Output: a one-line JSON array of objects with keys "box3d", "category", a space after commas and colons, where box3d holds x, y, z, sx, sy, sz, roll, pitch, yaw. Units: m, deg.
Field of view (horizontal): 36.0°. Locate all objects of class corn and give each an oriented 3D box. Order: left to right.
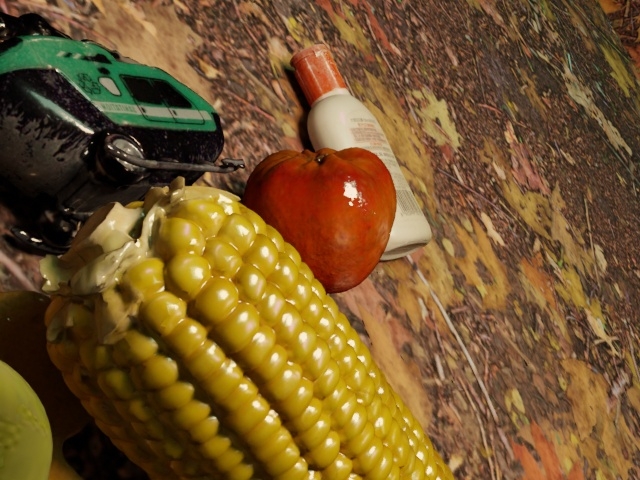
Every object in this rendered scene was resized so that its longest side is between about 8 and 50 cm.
[{"box3d": [-0.010, 0.122, 0.568, 0.387, 0.144, 0.144, 52, 28, -32], "category": "corn"}]

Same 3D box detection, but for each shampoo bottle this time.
[{"box3d": [0.033, -0.087, 0.955, 0.108, 0.051, 0.221, -7, 68, -58], "category": "shampoo bottle"}]

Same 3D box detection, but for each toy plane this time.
[{"box3d": [-0.175, -0.079, 0.586, 0.382, 0.106, 0.155, -4, 60, -57], "category": "toy plane"}]

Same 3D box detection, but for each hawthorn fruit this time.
[{"box3d": [-0.006, -0.014, 0.771, 0.125, 0.140, 0.125, 29, 10, -5], "category": "hawthorn fruit"}]

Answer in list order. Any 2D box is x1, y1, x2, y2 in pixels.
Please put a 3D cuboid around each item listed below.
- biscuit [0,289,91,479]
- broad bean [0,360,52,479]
[{"box3d": [-0.173, 0.115, 0.461, 0.158, 0.035, 0.240, 49, 31, -21], "category": "biscuit"}, {"box3d": [-0.152, 0.118, 0.373, 0.124, 0.082, 0.174, 20, 47, -44], "category": "broad bean"}]
